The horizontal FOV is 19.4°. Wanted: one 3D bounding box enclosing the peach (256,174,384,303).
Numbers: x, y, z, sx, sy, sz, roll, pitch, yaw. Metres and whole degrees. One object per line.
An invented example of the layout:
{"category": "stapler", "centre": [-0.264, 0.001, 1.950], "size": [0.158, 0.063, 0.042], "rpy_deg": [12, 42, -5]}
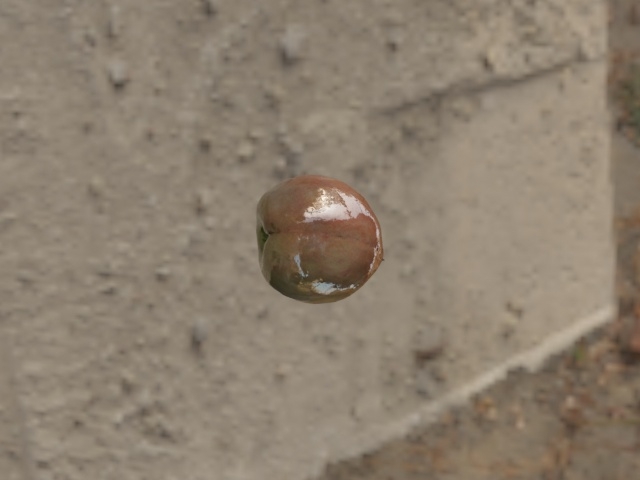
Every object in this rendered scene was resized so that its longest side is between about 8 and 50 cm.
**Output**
{"category": "peach", "centre": [-0.001, -0.002, 1.134], "size": [0.083, 0.083, 0.083], "rpy_deg": [-9, 101, -56]}
